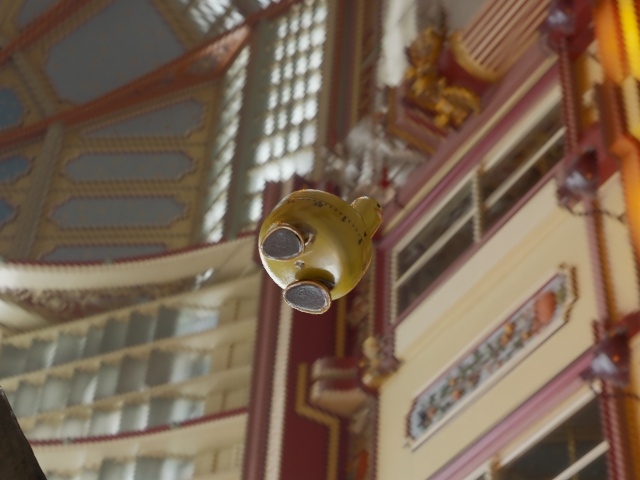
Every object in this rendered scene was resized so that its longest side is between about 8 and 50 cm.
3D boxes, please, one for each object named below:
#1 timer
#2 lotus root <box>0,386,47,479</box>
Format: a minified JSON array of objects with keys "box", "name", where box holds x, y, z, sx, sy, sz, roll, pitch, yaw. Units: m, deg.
[{"box":[0.000,0.000,1.218,0.107,0.107,0.109,40,-140,-1],"name":"timer"},{"box":[-0.372,0.298,1.376,0.142,0.210,0.314,-9,-135,-31],"name":"lotus root"}]
